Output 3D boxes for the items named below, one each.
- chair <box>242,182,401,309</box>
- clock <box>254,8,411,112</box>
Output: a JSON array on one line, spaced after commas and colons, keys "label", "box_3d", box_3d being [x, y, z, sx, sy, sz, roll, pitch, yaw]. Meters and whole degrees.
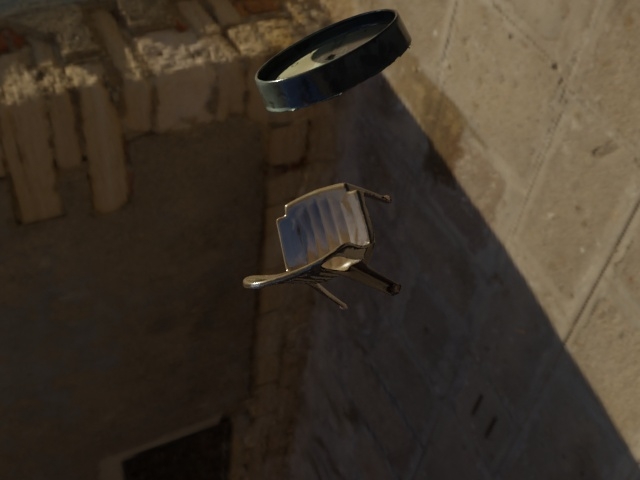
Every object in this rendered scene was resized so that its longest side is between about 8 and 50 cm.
[{"label": "chair", "box_3d": [0.000, 0.000, 1.381, 0.326, 0.175, 0.183, 24, -130, -63]}, {"label": "clock", "box_3d": [0.025, -0.426, 2.013, 0.386, 0.386, 0.076, 28, 148, 61]}]
